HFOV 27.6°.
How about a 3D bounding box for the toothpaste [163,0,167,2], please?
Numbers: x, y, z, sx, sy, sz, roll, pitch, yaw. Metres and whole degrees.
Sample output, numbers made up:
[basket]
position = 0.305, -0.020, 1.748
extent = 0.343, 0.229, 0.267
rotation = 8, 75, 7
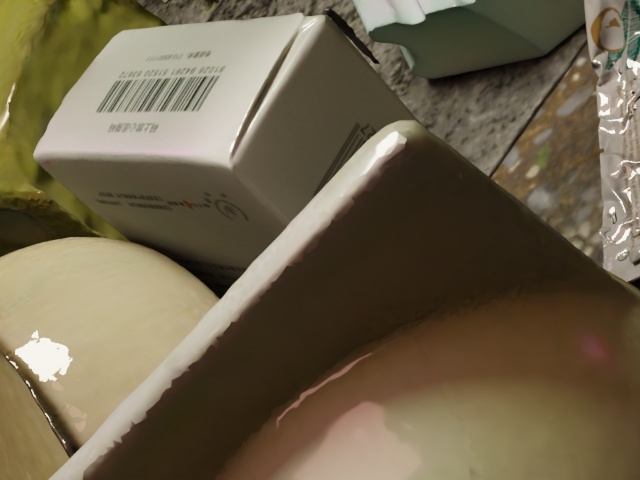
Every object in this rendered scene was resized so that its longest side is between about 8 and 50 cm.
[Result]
[toothpaste]
position = -0.084, -0.401, 1.370
extent = 0.336, 0.081, 0.067
rotation = -41, 40, 17

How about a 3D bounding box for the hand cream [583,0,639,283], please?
[hand cream]
position = 0.208, -0.091, 0.858
extent = 0.084, 0.050, 0.257
rotation = -23, 56, 35

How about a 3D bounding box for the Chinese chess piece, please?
[Chinese chess piece]
position = -0.134, 0.165, 0.815
extent = 0.140, 0.338, 0.338
rotation = -25, 21, -36

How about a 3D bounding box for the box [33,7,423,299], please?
[box]
position = 0.000, 0.000, 0.800
extent = 0.200, 0.299, 0.106
rotation = 6, 59, 49

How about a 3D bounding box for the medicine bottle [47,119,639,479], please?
[medicine bottle]
position = 0.083, 0.132, 0.531
extent = 0.236, 0.406, 0.235
rotation = -28, 45, 31

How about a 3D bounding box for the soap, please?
[soap]
position = 0.103, -0.246, 1.046
extent = 0.173, 0.095, 0.289
rotation = -39, 41, 18

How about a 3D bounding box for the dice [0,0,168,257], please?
[dice]
position = -0.238, -0.073, 1.168
extent = 0.227, 0.233, 0.238
rotation = -19, 50, 39
